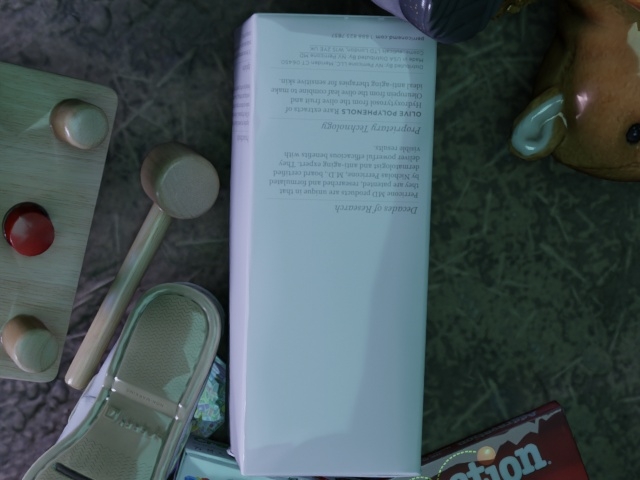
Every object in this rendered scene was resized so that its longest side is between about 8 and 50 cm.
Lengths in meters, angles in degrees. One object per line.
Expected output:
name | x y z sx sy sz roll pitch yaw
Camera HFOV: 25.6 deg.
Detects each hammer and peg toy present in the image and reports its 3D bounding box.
hammer and peg toy | -0.258 -0.009 1.134 0.361 0.127 0.266 12 95 -26

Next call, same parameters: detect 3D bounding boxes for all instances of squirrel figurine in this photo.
squirrel figurine | 0.233 -0.250 1.178 0.397 0.281 0.370 24 116 20

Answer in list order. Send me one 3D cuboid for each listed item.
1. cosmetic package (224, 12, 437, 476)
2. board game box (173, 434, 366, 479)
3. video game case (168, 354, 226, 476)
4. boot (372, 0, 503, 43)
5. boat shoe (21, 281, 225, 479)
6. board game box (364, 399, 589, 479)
cosmetic package | 0.000 0.000 1.181 0.155 0.197 0.365 0 96 -9
board game box | -0.069 0.344 1.271 0.193 0.053 0.305 16 100 -5
video game case | -0.133 0.150 1.278 0.122 0.011 0.087 -45 101 -1
boot | 0.080 -0.333 1.033 0.118 0.223 0.338 15 108 -53
boat shoe | -0.168 0.177 1.211 0.113 0.103 0.302 32 90 5
board game box | 0.120 0.270 1.321 0.281 0.027 0.145 -22 98 -5
